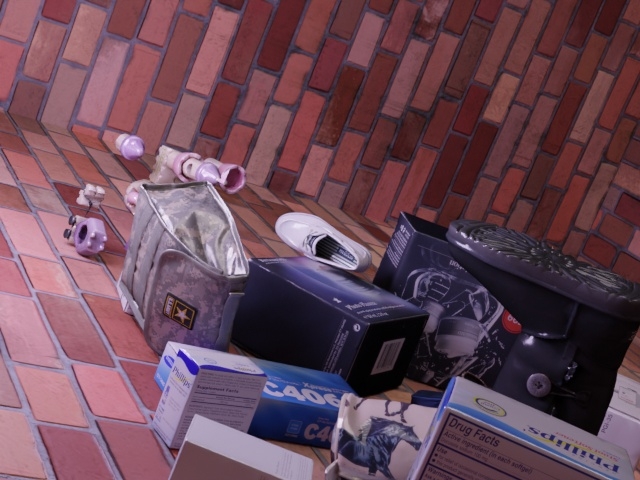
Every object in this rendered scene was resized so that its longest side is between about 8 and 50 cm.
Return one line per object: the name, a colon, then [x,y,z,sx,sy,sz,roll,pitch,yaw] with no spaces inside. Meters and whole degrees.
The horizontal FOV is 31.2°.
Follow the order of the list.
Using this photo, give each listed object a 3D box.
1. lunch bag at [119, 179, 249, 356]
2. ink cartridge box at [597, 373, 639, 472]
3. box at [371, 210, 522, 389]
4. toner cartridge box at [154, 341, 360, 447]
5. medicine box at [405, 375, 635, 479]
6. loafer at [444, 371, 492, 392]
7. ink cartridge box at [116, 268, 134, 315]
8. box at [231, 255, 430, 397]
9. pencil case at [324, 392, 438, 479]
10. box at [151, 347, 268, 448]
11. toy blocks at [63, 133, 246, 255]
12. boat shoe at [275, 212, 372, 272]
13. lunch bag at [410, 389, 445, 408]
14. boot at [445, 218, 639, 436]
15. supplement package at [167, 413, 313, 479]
lunch bag: [-0.232,0.070,2.025,0.169,0.235,0.287,-5,40,-30]
ink cartridge box: [0.554,0.389,2.215,0.117,0.207,0.283,23,13,13]
box: [0.285,0.151,2.518,0.343,0.312,0.179,19,13,-11]
toner cartridge box: [-0.089,0.265,1.926,0.348,0.075,0.165,15,13,-31]
medicine box: [0.236,0.373,1.521,0.263,0.289,0.149,24,12,5]
loafer: [0.356,0.346,2.182,0.134,0.130,0.366,34,9,-27]
ink cartridge box: [-0.336,0.103,2.232,0.099,0.056,0.135,17,13,-22]
box: [0.012,0.165,2.294,0.294,0.183,0.296,26,12,25]
pencil case: [0.213,0.343,1.691,0.410,0.160,0.183,9,40,11]
box: [-0.168,0.243,1.732,0.126,0.137,0.072,13,14,-37]
toy blocks: [-0.315,-0.053,2.396,0.309,0.289,0.260,17,7,-36]
boat shoe: [0.000,0.000,2.378,0.226,0.083,0.076,21,8,19]
lunch bag: [0.209,0.328,2.201,0.067,0.065,0.098,5,3,20]
boot: [0.316,0.228,1.944,0.367,0.445,0.146,27,23,28]
supplement package: [-0.112,0.327,1.548,0.179,0.105,0.105,22,12,-2]
